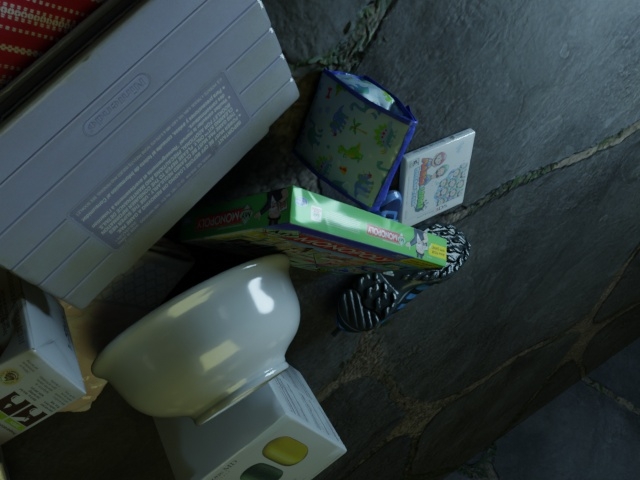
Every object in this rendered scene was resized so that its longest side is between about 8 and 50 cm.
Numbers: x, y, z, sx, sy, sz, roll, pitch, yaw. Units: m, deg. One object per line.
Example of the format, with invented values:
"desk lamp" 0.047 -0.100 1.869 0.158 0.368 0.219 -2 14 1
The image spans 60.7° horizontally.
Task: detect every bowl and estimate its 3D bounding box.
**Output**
"bowl" -0.137 0.152 0.735 0.298 0.134 0.298 -31 169 -7

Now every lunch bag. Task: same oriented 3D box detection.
"lunch bag" 0.051 -0.129 0.699 0.096 0.151 0.129 -3 128 -36

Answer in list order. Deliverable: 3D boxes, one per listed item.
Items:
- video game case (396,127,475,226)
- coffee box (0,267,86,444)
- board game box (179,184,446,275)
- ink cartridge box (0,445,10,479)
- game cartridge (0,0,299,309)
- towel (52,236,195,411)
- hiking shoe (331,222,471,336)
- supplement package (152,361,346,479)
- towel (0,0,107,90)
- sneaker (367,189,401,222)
"video game case" 0.196 -0.103 0.941 0.143 0.019 0.157 -24 138 -19
"coffee box" -0.387 0.150 0.552 0.246 0.141 0.098 -31 138 -11
"board game box" 0.000 0.000 0.757 0.317 0.213 0.046 15 74 -45
"ink cartridge box" -0.584 0.340 0.716 0.296 0.066 0.261 -13 108 -29
"game cartridge" -0.183 -0.107 0.546 0.355 0.068 0.230 -46 155 -11
"towel" -0.363 0.090 0.663 0.332 0.053 0.317 24 110 -47
"hiking shoe" 0.143 0.066 1.018 0.304 0.113 0.132 -30 170 -21
"supplement package" -0.123 0.317 0.946 0.199 0.198 0.263 -38 141 -1
"towel" -0.248 -0.153 0.502 0.199 0.031 0.275 -8 133 -54
"sneaker" 0.102 -0.017 0.917 0.053 0.059 0.144 4 123 -37
